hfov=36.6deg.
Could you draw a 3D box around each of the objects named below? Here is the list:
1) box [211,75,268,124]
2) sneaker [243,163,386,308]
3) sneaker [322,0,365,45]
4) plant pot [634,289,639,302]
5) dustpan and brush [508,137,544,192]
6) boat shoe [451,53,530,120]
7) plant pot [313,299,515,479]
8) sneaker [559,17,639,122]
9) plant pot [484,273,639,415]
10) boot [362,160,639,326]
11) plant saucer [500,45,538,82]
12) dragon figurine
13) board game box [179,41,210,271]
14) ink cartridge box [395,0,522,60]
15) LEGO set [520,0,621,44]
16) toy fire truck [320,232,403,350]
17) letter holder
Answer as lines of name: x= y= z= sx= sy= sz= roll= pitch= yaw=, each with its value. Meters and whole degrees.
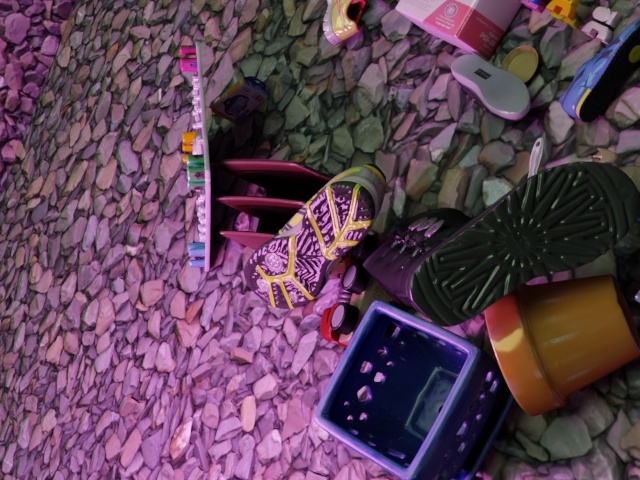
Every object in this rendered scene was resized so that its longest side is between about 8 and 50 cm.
box: x=-0.192 y=-0.344 z=2.360 sx=0.136 sy=0.081 sz=0.028 roll=-36 pitch=49 yaw=31
sneaker: x=0.000 y=0.000 z=1.813 sx=0.384 sy=0.145 sz=0.147 roll=-39 pitch=4 yaw=40
sneaker: x=0.064 y=-0.546 z=2.197 sx=0.094 sy=0.081 sz=0.208 roll=-11 pitch=71 yaw=36
plant pot: x=0.584 y=0.099 z=1.284 sx=0.165 sy=0.165 sz=0.234 roll=-54 pitch=49 yaw=14
dustpan and brush: x=0.362 y=-0.069 z=1.665 sx=0.147 sy=0.060 sz=0.211 roll=11 pitch=81 yaw=48
boat shoe: x=0.319 y=-0.269 z=1.796 sx=0.080 sy=0.076 sz=0.228 roll=-36 pitch=41 yaw=-6
plant pot: x=0.171 y=0.261 z=1.582 sx=0.236 sy=0.212 sz=0.236 roll=25 pitch=87 yaw=43
sneaker: x=0.483 y=-0.302 z=1.641 sx=0.209 sy=0.069 sz=0.082 roll=-54 pitch=39 yaw=14
plant pot: x=0.375 y=0.141 z=1.470 sx=0.188 sy=0.205 sz=0.205 roll=-23 pitch=56 yaw=20
boot: x=0.267 y=-0.004 z=1.568 sx=0.367 sy=0.445 sz=0.146 roll=-26 pitch=92 yaw=-3
plant saucer: x=0.374 y=-0.322 z=1.805 sx=0.083 sy=0.015 sz=0.083 roll=-22 pitch=58 yaw=40
dragon figurine: x=0.505 y=-0.081 z=1.502 sx=0.289 sy=0.144 sz=0.085 roll=-4 pitch=67 yaw=25
board game box: x=-0.290 y=-0.187 z=2.234 sx=0.390 sy=0.050 sz=0.390 roll=100 pitch=164 yaw=-57
ink cartridge box: x=0.308 y=-0.524 z=1.889 sx=0.283 sy=0.117 sz=0.207 roll=-59 pitch=41 yaw=9
LEGO set: x=0.444 y=-0.445 z=1.735 sx=0.093 sy=0.087 sz=0.227 roll=-57 pitch=43 yaw=11
toy fire truck: x=0.042 y=0.101 z=1.883 sx=0.246 sy=0.158 sz=0.217 roll=-19 pitch=51 yaw=63
letter holder: x=-0.099 y=-0.071 z=2.034 sx=0.302 sy=0.214 sz=0.152 roll=5 pitch=76 yaw=47
